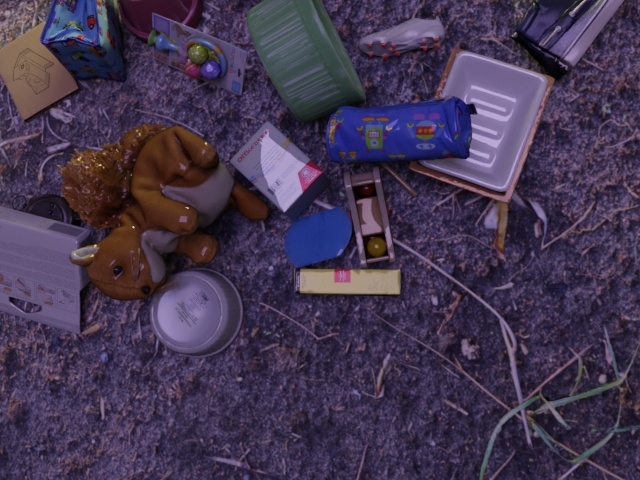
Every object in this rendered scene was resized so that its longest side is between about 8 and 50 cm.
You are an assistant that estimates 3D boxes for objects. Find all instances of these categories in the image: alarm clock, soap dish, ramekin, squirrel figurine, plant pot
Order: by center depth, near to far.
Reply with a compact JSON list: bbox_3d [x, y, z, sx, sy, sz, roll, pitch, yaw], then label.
[{"bbox_3d":[-0.033,-0.405,1.546,0.148,0.303,0.303,-26,81,12],"label":"ramekin"},{"bbox_3d":[0.348,-0.248,1.559,0.228,0.118,0.291,20,87,10],"label":"soap dish"},{"bbox_3d":[-0.387,-0.060,1.564,0.397,0.281,0.370,33,81,28],"label":"squirrel figurine"},{"bbox_3d":[-0.285,0.161,1.605,0.207,0.109,0.207,-1,83,8],"label":"ramekin"},{"bbox_3d":[-0.394,-0.583,1.669,0.201,0.180,0.201,-1,83,7],"label":"plant pot"},{"bbox_3d":[-0.663,-0.055,1.709,0.192,0.064,0.129,28,88,13],"label":"alarm clock"}]

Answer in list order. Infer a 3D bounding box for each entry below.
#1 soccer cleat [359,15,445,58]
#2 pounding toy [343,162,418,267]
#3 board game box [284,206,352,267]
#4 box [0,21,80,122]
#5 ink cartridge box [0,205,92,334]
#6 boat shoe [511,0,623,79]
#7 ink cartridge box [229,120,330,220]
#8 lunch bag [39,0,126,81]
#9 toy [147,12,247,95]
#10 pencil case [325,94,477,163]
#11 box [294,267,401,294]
[{"bbox_3d":[0.185,-0.468,1.639,0.196,0.068,0.076,-6,68,6],"label":"soccer cleat"},{"bbox_3d":[0.138,-0.084,1.551,0.154,0.154,0.270,-10,83,7],"label":"pounding toy"},{"bbox_3d":[0.000,0.000,1.607,0.168,0.033,0.133,-16,53,21],"label":"board game box"},{"bbox_3d":[-0.708,-0.417,1.775,0.164,0.021,0.201,-30,81,4],"label":"box"},{"bbox_3d":[-0.681,0.063,1.674,0.296,0.066,0.261,15,121,9],"label":"ink cartridge box"},{"bbox_3d":[0.564,-0.532,1.554,0.158,0.127,0.341,36,90,3],"label":"boat shoe"},{"bbox_3d":[-0.089,-0.154,1.604,0.176,0.127,0.128,44,91,10],"label":"ink cartridge box"},{"bbox_3d":[-0.530,-0.549,1.660,0.138,0.221,0.293,4,82,0],"label":"lunch bag"},{"bbox_3d":[-0.292,-0.416,1.646,0.237,0.137,0.056,26,55,6],"label":"toy"},{"bbox_3d":[0.162,-0.226,1.471,0.306,0.119,0.133,-1,113,22],"label":"pencil case"},{"bbox_3d":[0.062,0.092,1.577,0.232,0.087,0.058,1,83,9],"label":"box"}]
